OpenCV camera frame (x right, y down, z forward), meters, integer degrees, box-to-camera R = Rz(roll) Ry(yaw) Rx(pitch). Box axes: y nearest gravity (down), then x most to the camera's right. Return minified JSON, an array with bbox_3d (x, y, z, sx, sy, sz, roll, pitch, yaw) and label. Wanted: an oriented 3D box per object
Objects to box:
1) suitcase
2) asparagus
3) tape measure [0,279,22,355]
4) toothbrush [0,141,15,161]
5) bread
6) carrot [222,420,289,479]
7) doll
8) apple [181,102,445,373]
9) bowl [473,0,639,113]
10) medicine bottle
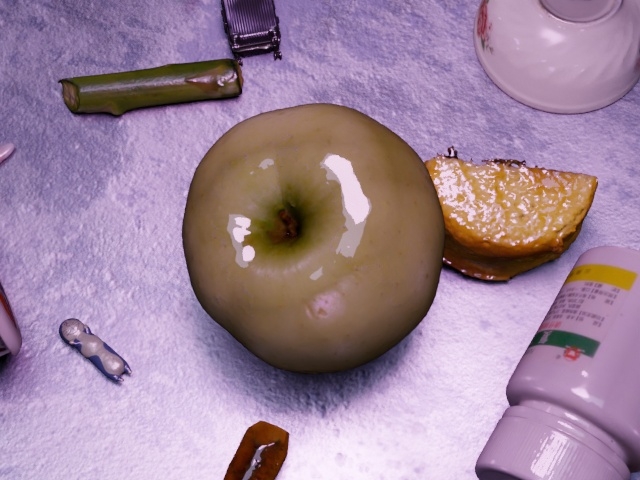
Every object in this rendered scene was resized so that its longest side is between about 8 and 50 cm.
[{"bbox_3d":[-0.108,-0.339,1.869,0.086,0.059,0.126,-10,65,-4],"label":"suitcase"},{"bbox_3d":[-0.254,-0.231,1.820,0.278,0.060,0.067,-9,78,-3],"label":"asparagus"},{"bbox_3d":[-0.490,0.058,1.588,0.130,0.265,0.258,-24,59,-12],"label":"tape measure"},{"bbox_3d":[-0.571,-0.052,1.759,0.307,0.029,0.025,-40,65,-16],"label":"toothbrush"},{"bbox_3d":[0.251,-0.026,1.687,0.261,0.160,0.147,9,73,-3],"label":"bread"},{"bbox_3d":[-0.124,0.382,1.566,0.066,0.066,0.314,22,72,9],"label":"carrot"},{"bbox_3d":[-0.312,0.151,1.676,0.125,0.027,0.037,37,64,14],"label":"doll"},{"bbox_3d":[0.000,0.000,1.572,0.357,0.357,0.357,0,67,0],"label":"apple"},{"bbox_3d":[0.374,-0.343,1.829,0.277,0.145,0.277,-1,66,2],"label":"bowl"},{"bbox_3d":[0.353,0.196,1.562,0.208,0.208,0.339,30,70,12],"label":"medicine bottle"}]
